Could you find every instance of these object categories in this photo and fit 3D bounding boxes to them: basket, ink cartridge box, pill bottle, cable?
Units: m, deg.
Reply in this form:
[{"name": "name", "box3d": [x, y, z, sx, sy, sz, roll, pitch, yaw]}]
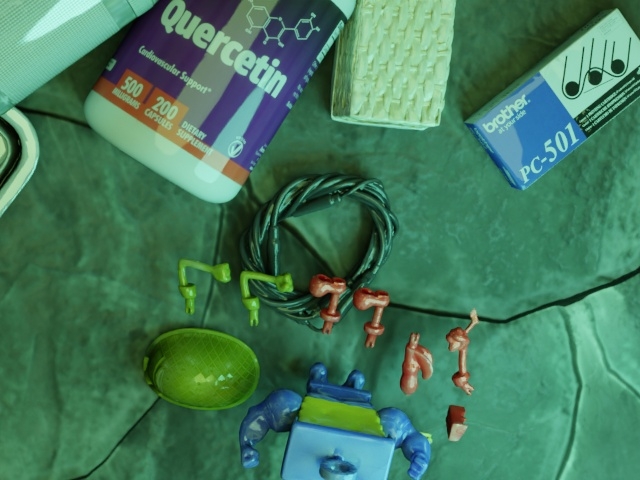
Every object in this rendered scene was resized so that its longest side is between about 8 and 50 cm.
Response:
[{"name": "basket", "box3d": [0.079, -0.201, 1.448, 0.113, 0.103, 0.167, 5, 98, -10]}, {"name": "ink cartridge box", "box3d": [0.272, -0.158, 1.520, 0.207, 0.046, 0.097, -39, 102, -3]}, {"name": "pill bottle", "box3d": [-0.087, -0.211, 1.376, 0.182, 0.181, 0.323, 32, 91, -13]}, {"name": "cable", "box3d": [0.000, 0.000, 1.497, 0.151, 0.047, 0.184, 37, 94, -8]}]

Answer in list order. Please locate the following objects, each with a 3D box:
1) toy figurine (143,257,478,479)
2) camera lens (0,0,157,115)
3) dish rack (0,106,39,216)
[{"name": "toy figurine", "box3d": [-0.005, 0.166, 1.405, 0.363, 0.217, 0.191, 13, 114, -6]}, {"name": "camera lens", "box3d": [-0.276, -0.264, 1.249, 0.274, 0.219, 0.219, -36, 103, -3]}, {"name": "dish rack", "box3d": [-0.485, -0.093, 1.375, 0.333, 0.072, 0.285, 38, 89, -13]}]
